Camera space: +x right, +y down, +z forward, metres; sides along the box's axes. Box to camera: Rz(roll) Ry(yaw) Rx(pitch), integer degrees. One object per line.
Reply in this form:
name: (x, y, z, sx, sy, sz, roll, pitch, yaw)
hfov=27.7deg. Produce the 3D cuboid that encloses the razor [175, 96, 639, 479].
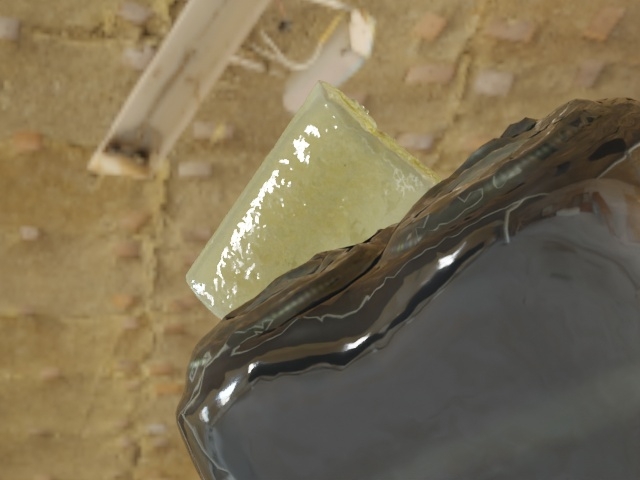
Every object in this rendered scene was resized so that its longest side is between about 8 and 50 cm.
razor: (0.101, 0.139, 0.415, 0.204, 0.349, 0.113, -30, -2, 25)

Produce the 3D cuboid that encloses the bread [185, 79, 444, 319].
bread: (0.000, 0.000, 0.902, 0.178, 0.139, 0.060, -52, -23, 15)
